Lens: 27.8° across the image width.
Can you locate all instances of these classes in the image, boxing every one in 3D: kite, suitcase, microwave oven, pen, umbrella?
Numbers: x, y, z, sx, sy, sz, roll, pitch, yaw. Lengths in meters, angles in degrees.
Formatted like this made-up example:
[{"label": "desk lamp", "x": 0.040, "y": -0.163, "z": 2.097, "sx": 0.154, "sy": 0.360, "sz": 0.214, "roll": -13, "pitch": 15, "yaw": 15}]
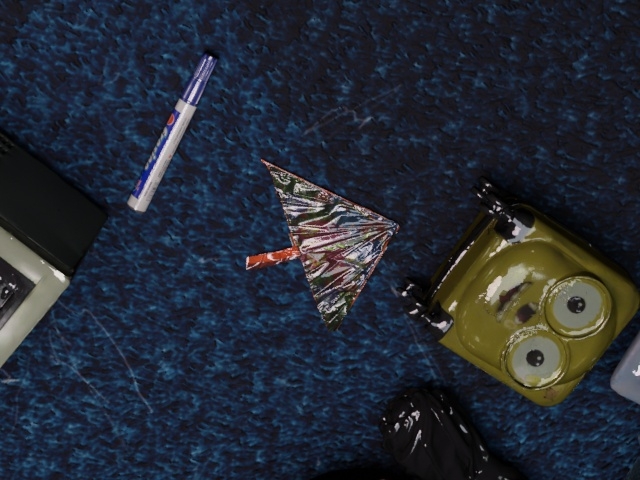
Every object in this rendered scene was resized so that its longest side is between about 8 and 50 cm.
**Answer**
[{"label": "kite", "x": 0.000, "y": 0.000, "z": 1.529, "sx": 0.189, "sy": 0.009, "sz": 0.232, "roll": -16, "pitch": 106, "yaw": 4}, {"label": "suitcase", "x": 0.234, "y": 0.067, "z": 1.488, "sx": 0.235, "sy": 0.143, "sz": 0.194, "roll": 33, "pitch": 103, "yaw": -12}, {"label": "microwave oven", "x": -0.433, "y": 0.068, "z": 1.390, "sx": 0.218, "sy": 0.286, "sz": 0.355, "roll": 38, "pitch": 103, "yaw": -12}, {"label": "pen", "x": -0.169, "y": -0.123, "z": 1.477, "sx": 0.025, "sy": 0.025, "sz": 0.204, "roll": 26, "pitch": 104, "yaw": -9}, {"label": "umbrella", "x": 0.208, "y": 0.299, "z": 1.591, "sx": 0.340, "sy": 0.118, "sz": 0.118, "roll": 39, "pitch": 102, "yaw": -21}]

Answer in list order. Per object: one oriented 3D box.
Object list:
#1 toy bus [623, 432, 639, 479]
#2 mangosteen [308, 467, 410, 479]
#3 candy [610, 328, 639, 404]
[{"label": "toy bus", "x": 0.509, "y": 0.379, "z": 1.590, "sx": 0.312, "sy": 0.152, "sz": 0.190, "roll": 20, "pitch": 108, "yaw": -8}, {"label": "mangosteen", "x": 0.047, "y": 0.429, "z": 1.533, "sx": 0.297, "sy": 0.297, "sz": 0.313, "roll": 3, "pitch": 139, "yaw": -3}, {"label": "candy", "x": 0.453, "y": 0.158, "z": 1.561, "sx": 0.174, "sy": 0.071, "sz": 0.138, "roll": 27, "pitch": 101, "yaw": -10}]
